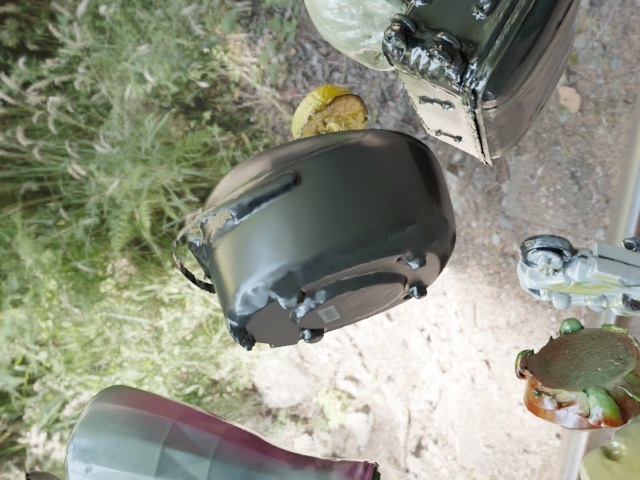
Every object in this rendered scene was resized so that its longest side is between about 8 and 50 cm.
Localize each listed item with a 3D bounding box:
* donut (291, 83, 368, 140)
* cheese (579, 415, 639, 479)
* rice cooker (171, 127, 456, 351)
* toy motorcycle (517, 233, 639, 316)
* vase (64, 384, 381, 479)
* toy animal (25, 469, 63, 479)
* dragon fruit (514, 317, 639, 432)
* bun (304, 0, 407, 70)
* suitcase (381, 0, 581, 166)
[{"bbox_3d":[0.014,-0.240,1.175,0.065,0.162,0.178,54,177,25],"label":"donut"},{"bbox_3d":[0.717,0.407,1.073,0.384,0.384,0.104,43,166,49],"label":"cheese"},{"bbox_3d":[-0.001,0.000,0.423,0.142,0.202,0.118,62,-171,-61],"label":"rice cooker"},{"bbox_3d":[0.340,0.051,0.749,0.151,0.228,0.074,125,159,-61],"label":"toy motorcycle"},{"bbox_3d":[-0.067,0.165,0.417,0.213,0.086,0.086,7,106,14],"label":"vase"},{"bbox_3d":[-0.393,0.441,0.953,0.182,0.127,0.131,51,122,26],"label":"toy animal"},{"bbox_3d":[0.512,0.267,1.129,0.268,0.295,0.130,-14,109,28],"label":"dragon fruit"},{"bbox_3d":[0.144,-0.499,1.106,0.234,0.361,0.326,22,102,54],"label":"bun"},{"bbox_3d":[0.255,-0.291,0.860,0.194,0.434,0.283,31,93,19],"label":"suitcase"}]
